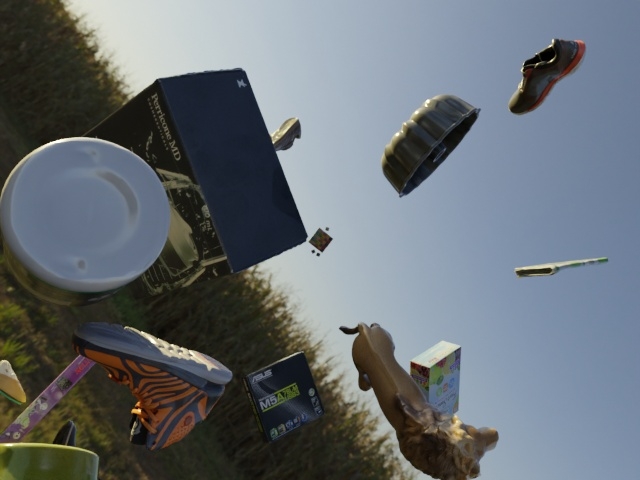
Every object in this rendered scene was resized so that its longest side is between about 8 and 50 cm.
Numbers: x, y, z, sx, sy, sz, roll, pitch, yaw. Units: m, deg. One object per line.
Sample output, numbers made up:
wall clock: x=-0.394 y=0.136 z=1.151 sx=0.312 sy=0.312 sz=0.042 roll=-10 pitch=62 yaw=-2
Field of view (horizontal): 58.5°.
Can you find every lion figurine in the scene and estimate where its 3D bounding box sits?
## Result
lion figurine: x=0.141 y=0.271 z=1.042 sx=0.392 sy=0.142 sz=0.240 roll=46 pitch=-9 yaw=26

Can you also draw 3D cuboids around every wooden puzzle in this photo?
wooden puzzle: x=0.000 y=0.000 z=1.529 sx=0.049 sy=0.083 sz=0.006 roll=39 pitch=-5 yaw=-6

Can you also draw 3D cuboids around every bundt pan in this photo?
bundt pan: x=0.296 y=-0.283 z=1.628 sx=0.124 sy=0.331 sz=0.331 roll=44 pitch=-13 yaw=12

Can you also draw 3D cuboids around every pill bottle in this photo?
pill bottle: x=-0.366 y=-0.005 z=0.866 sx=0.204 sy=0.204 sz=0.361 roll=57 pitch=-28 yaw=-7

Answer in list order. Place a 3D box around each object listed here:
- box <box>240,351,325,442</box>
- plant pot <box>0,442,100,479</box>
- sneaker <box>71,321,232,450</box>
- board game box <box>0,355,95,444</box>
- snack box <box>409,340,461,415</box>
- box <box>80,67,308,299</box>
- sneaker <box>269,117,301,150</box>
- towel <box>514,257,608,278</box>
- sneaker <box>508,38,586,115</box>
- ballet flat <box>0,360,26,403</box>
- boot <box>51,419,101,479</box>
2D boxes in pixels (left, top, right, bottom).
box: x=-0.098 y=0.418 z=1.537 sx=0.045 sy=0.191 sz=0.184 roll=-22 pitch=-95 yaw=55
plant pot: x=-0.546 y=0.564 z=1.024 sx=0.366 sy=0.367 sz=0.352 roll=73 pitch=12 yaw=-58
sneaker: x=-0.306 y=0.265 z=0.988 sx=0.321 sy=0.180 sz=0.125 roll=33 pitch=-8 yaw=-40
board game box: x=-0.650 y=0.371 z=1.399 sx=0.056 sy=0.347 sz=0.208 roll=43 pitch=-30 yaw=-5
snack box: x=0.320 y=0.408 z=1.590 sx=0.070 sy=0.175 sz=0.207 roll=13 pitch=-69 yaw=40
box: x=-0.356 y=-0.134 z=1.529 sx=0.472 sy=0.297 sz=0.479 roll=-17 pitch=-84 yaw=41
sneaker: x=-0.112 y=-0.291 z=1.690 sx=0.066 sy=0.188 sz=0.071 roll=11 pitch=-45 yaw=37
towel: x=0.494 y=0.057 z=1.174 sx=0.113 sy=0.152 sz=0.023 roll=167 pitch=-84 yaw=-66
sneaker: x=0.330 y=-0.257 z=0.879 sx=0.158 sy=0.065 sz=0.061 roll=128 pitch=-29 yaw=-57
ballet flat: x=-0.778 y=0.296 z=1.336 sx=0.232 sy=0.073 sz=0.080 roll=35 pitch=-23 yaw=-10
boot: x=-0.579 y=0.542 z=1.367 sx=0.137 sy=0.077 sz=0.197 roll=31 pitch=33 yaw=-29
